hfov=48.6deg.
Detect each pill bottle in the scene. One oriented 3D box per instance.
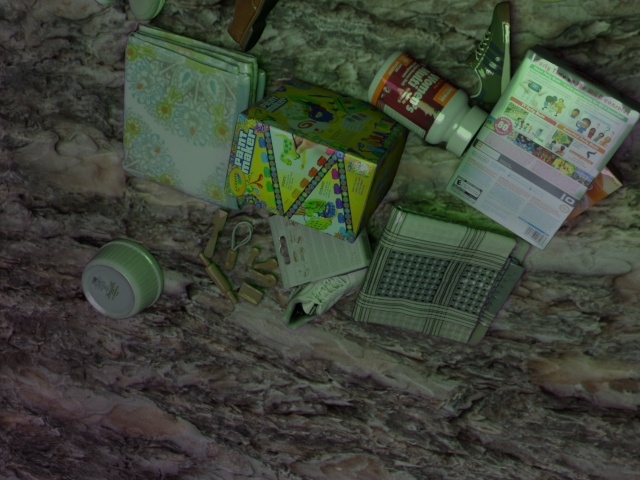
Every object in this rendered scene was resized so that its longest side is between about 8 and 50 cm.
[{"bbox_3d":[0.211,-0.265,1.388,0.221,0.121,0.121,36,122,9],"label":"pill bottle"}]

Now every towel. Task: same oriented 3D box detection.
[{"bbox_3d":[0.260,0.092,1.538,0.324,0.056,0.312,13,121,-10],"label":"towel"},{"bbox_3d":[-0.295,-0.274,1.611,0.321,0.090,0.374,21,123,14],"label":"towel"}]

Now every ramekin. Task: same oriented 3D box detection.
[{"bbox_3d":[-0.533,0.111,1.884,0.207,0.109,0.207,9,118,17],"label":"ramekin"}]

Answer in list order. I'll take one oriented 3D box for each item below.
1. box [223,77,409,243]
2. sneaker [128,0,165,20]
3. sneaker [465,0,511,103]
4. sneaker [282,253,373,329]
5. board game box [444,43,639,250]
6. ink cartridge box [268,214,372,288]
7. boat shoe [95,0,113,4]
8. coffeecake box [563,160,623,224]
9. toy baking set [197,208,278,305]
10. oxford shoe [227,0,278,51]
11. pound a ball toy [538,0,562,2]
[{"bbox_3d":[0.002,-0.174,1.427,0.279,0.290,0.177,22,122,11],"label":"box"},{"bbox_3d":[-0.384,-0.587,1.472,0.099,0.121,0.262,17,120,13],"label":"sneaker"},{"bbox_3d":[0.318,-0.351,1.347,0.086,0.064,0.192,0,118,16],"label":"sneaker"},{"bbox_3d":[0.016,0.115,1.669,0.110,0.118,0.292,45,121,-2],"label":"sneaker"},{"bbox_3d":[0.405,-0.170,1.312,0.224,0.097,0.303,34,121,10],"label":"board game box"},{"bbox_3d":[0.000,0.000,1.613,0.225,0.056,0.181,-19,79,33],"label":"ink cartridge box"},{"bbox_3d":[-0.536,-0.618,1.542,0.084,0.095,0.258,-27,93,34],"label":"boat shoe"},{"bbox_3d":[0.472,-0.118,1.402,0.142,0.068,0.185,47,122,-5],"label":"coffeecake box"},{"bbox_3d":[-0.211,0.047,1.777,0.197,0.030,0.256,-33,100,28],"label":"toy baking set"},{"bbox_3d":[-0.133,-0.494,1.451,0.076,0.076,0.212,41,123,5],"label":"oxford shoe"},{"bbox_3d":[0.448,-0.535,1.123,0.136,0.208,0.319,24,120,9],"label":"pound a ball toy"}]
